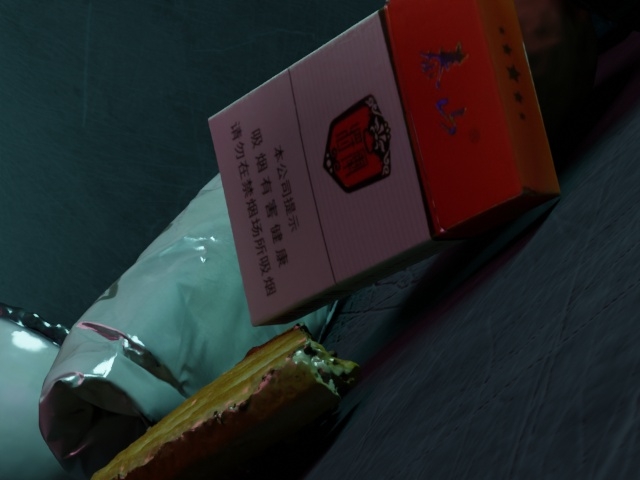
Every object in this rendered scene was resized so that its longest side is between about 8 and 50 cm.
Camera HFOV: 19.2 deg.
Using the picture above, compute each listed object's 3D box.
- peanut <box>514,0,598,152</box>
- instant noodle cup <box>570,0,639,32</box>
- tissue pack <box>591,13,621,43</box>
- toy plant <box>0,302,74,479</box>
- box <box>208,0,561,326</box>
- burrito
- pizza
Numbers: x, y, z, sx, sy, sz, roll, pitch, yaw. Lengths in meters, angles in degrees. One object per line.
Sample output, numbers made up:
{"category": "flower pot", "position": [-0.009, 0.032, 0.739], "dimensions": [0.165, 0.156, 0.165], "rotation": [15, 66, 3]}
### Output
{"category": "peanut", "position": [0.099, -0.089, 1.109], "dimensions": [0.159, 0.109, 0.140], "rotation": [-62, -3, -15]}
{"category": "instant noodle cup", "position": [0.190, -0.261, 1.075], "dimensions": [0.178, 0.240, 0.240], "rotation": [-33, 11, 32]}
{"category": "tissue pack", "position": [0.159, -0.187, 1.290], "dimensions": [0.082, 0.120, 0.169], "rotation": [-45, 2, -14]}
{"category": "toy plant", "position": [-0.272, 0.215, 1.201], "dimensions": [0.247, 0.247, 0.332], "rotation": [-44, 6, 42]}
{"category": "box", "position": [0.027, -0.049, 1.059], "dimensions": [0.035, 0.139, 0.245], "rotation": [-2, -16, -38]}
{"category": "burrito", "position": [-0.060, 0.037, 1.296], "dimensions": [0.101, 0.139, 0.445], "rotation": [-26, 15, 30]}
{"category": "pizza", "position": [-0.036, 0.098, 1.076], "dimensions": [0.188, 0.062, 0.199], "rotation": [-31, 6, 28]}
